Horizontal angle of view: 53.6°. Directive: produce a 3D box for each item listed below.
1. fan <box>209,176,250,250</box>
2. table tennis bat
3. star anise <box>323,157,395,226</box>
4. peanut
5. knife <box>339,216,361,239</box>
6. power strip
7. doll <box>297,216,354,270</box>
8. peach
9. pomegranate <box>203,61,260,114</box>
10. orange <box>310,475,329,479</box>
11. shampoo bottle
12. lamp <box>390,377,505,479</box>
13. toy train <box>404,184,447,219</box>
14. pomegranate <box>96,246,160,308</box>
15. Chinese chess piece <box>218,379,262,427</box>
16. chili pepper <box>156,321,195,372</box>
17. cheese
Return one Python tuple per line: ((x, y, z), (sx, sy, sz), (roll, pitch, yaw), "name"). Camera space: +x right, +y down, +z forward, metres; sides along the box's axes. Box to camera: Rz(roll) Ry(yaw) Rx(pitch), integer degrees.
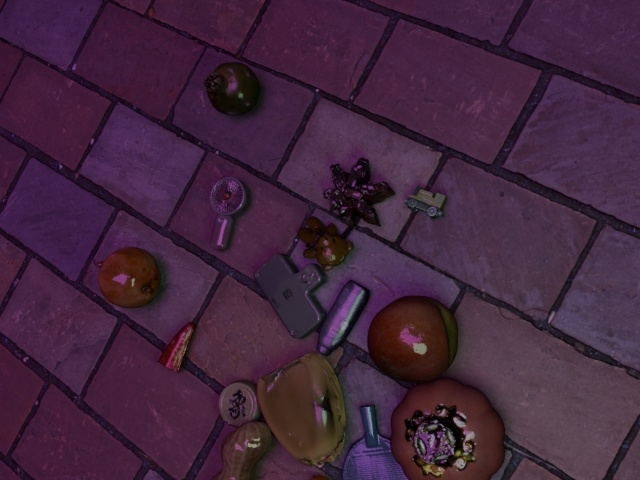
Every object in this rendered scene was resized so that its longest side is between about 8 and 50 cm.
((-0.310, -0.086, 2.084), (0.130, 0.074, 0.244), (11, 85, 22), "fan")
((0.157, 0.633, 1.788), (0.215, 0.044, 0.329), (-13, 78, 20), "table tennis bat")
((0.111, -0.149, 1.919), (0.220, 0.099, 0.214), (9, 86, 23), "star anise")
((-0.247, 0.667, 1.885), (0.136, 0.120, 0.298), (25, 97, 14), "peanut")
((0.079, -0.023, 1.954), (0.023, 0.010, 0.170), (44, 97, 23), "knife")
((-0.070, 0.150, 1.953), (0.194, 0.059, 0.265), (-40, 69, 15), "power strip")
((0.000, 0.000, 1.929), (0.137, 0.097, 0.209), (-44, 51, -8), "doll")
((0.246, 0.265, 1.711), (0.252, 0.252, 0.252), (-4, 79, 21), "peach")
((-0.290, -0.508, 2.087), (0.179, 0.210, 0.179), (0, 85, -3), "pomegranate")
((-0.001, 0.719, 1.821), (0.086, 0.062, 0.086), (-12, 70, 35), "orange")
((0.062, 0.234, 1.892), (0.087, 0.049, 0.233), (29, 92, 16), "shampoo bottle")
((0.321, 0.510, 1.637), (0.305, 0.239, 0.305), (-4, 79, 22), "lamp")
((0.311, -0.111, 1.861), (0.122, 0.050, 0.081), (25, 85, 24), "toy train")
((-0.635, 0.126, 2.113), (0.207, 0.207, 0.207), (-4, 79, 21), "pomegranate")
((-0.246, 0.505, 1.957), (0.144, 0.058, 0.144), (-4, 80, 21), "Chinese chess piece")
((-0.457, 0.340, 2.071), (0.088, 0.065, 0.169), (25, 86, 22), "chili pepper")
((-0.040, 0.501, 1.848), (0.259, 0.128, 0.316), (-36, 65, 21), "cheese")
